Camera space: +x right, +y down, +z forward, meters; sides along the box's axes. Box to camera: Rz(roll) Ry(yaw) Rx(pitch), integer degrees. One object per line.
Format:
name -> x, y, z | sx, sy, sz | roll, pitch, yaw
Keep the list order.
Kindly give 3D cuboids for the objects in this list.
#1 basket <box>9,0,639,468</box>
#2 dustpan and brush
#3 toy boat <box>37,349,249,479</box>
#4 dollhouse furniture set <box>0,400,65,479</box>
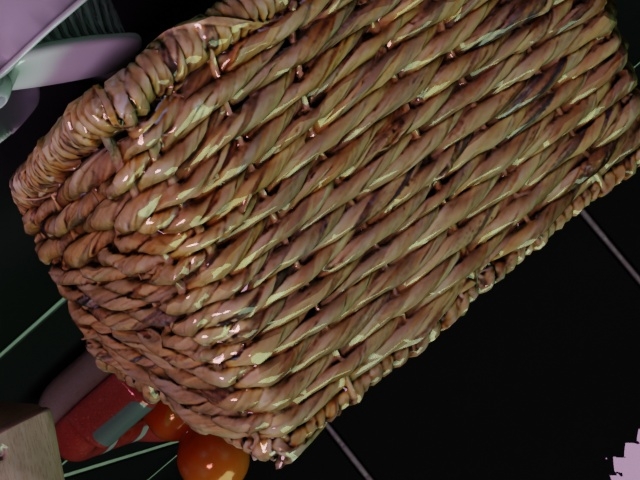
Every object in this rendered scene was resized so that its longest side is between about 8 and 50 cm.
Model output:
basket -> -0.014, -0.081, 0.915 | 0.299, 0.213, 0.223 | -39, 126, -21
dustpan and brush -> -0.125, -0.074, 0.740 | 0.147, 0.060, 0.211 | -45, 169, 32
toy boat -> -0.115, 0.142, 1.494 | 0.151, 0.151, 0.231 | -41, 170, 16
dollhouse furniture set -> -0.301, 0.198, 0.879 | 0.173, 0.303, 0.355 | 2, -162, 39
